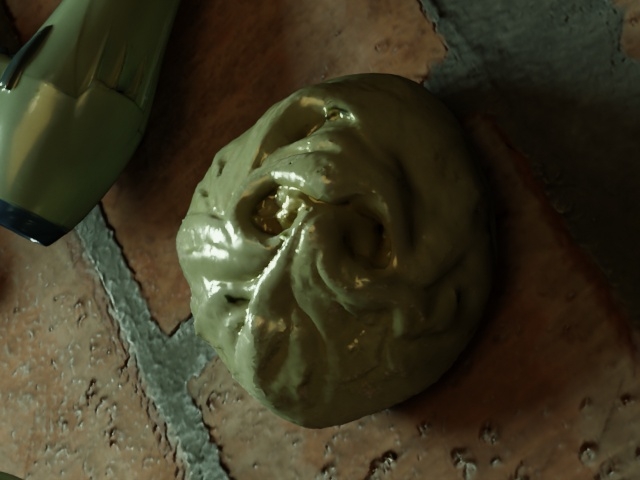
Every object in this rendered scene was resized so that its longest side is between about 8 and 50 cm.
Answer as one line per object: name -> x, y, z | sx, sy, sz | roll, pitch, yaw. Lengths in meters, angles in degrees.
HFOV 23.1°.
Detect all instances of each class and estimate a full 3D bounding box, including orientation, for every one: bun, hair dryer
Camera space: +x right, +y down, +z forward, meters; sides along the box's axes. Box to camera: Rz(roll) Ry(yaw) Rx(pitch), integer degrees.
bun -> 0.000, 0.000, 0.974 | 0.231, 0.133, 0.231 | -10, 72, 33
hair dryer -> -0.189, -0.174, 1.192 | 0.296, 0.119, 0.298 | -50, 42, 9

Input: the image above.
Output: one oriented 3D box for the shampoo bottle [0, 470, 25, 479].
shampoo bottle -> -0.324, 0.324, 1.126 | 0.349, 0.151, 0.221 | -42, 60, 23
